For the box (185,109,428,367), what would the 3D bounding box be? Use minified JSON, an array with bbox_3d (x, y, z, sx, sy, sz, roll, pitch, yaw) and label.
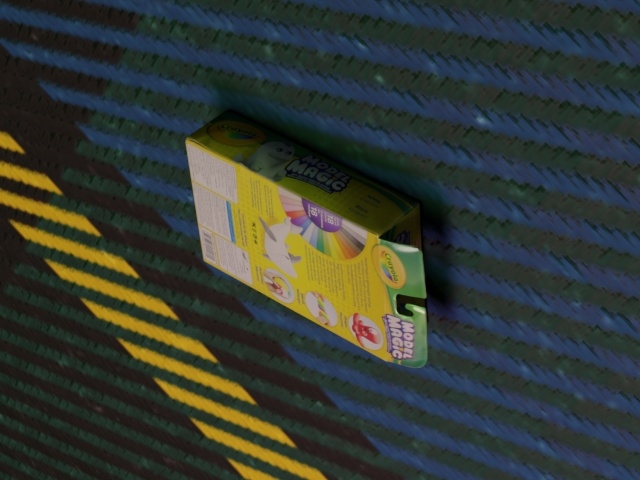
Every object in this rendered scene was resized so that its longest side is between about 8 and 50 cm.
[{"bbox_3d":[0.000,0.000,1.120,0.179,0.043,0.105,30,142,33],"label":"box"}]
